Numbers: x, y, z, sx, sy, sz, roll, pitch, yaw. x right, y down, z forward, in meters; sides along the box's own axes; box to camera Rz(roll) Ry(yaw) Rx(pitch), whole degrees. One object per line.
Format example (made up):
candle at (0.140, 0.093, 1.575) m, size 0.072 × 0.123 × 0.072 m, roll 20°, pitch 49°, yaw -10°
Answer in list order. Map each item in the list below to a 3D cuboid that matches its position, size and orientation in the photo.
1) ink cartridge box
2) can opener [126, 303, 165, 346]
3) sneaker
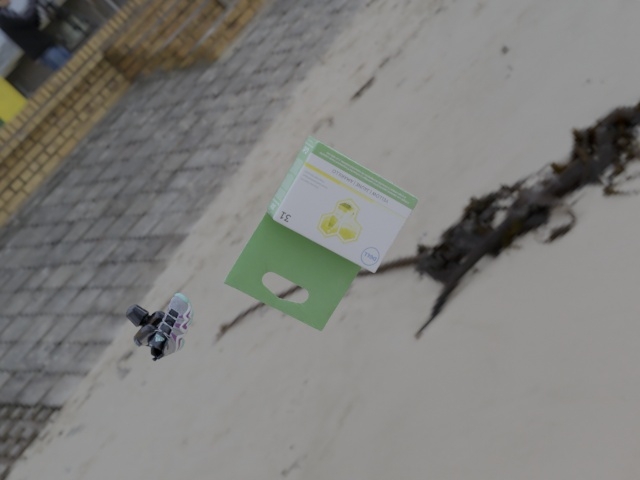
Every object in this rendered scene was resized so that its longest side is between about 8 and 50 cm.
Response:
ink cartridge box at (0.000, 0.000, 1.414) m, size 0.235 × 0.171 × 0.056 m, roll -60°, pitch 21°, yaw 6°
can opener at (-0.267, 0.137, 1.613) m, size 0.059 × 0.073 × 0.186 m, roll -62°, pitch 13°, yaw -12°
sneaker at (-0.207, 0.122, 1.403) m, size 0.069 × 0.038 × 0.098 m, roll -34°, pitch -37°, yaw -51°
